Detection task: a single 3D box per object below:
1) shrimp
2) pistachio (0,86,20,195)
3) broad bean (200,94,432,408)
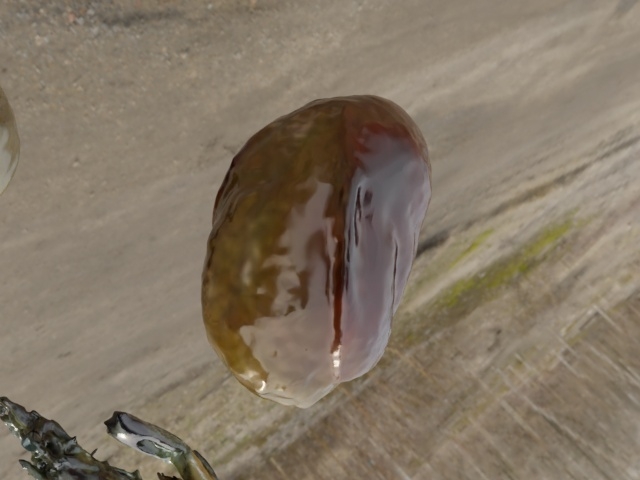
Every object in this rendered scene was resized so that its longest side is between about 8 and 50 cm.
[{"bbox_3d":[-0.259,0.330,1.143,0.085,0.445,0.272,-41,-157,17],"label":"shrimp"},{"bbox_3d":[-0.314,-0.067,0.652,0.184,0.124,0.124,-55,164,-16],"label":"pistachio"},{"bbox_3d":[-0.001,0.001,0.564,0.156,0.122,0.228,38,67,-46],"label":"broad bean"}]
